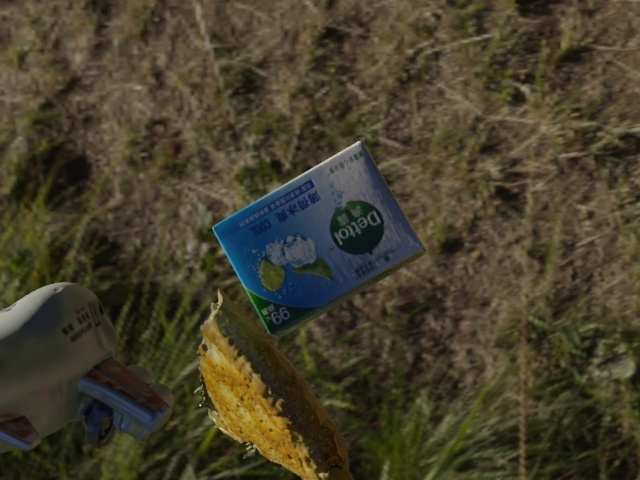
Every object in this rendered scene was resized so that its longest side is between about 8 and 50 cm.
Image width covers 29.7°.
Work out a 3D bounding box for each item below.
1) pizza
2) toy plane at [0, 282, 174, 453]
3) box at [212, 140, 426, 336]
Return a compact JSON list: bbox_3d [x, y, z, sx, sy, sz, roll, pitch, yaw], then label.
[{"bbox_3d":[-0.091,0.188,1.525,0.280,0.075,0.287,57,155,-10],"label":"pizza"},{"bbox_3d":[-0.234,0.098,0.955,0.252,0.252,0.118,29,106,35],"label":"toy plane"},{"bbox_3d":[0.000,0.000,1.338,0.194,0.073,0.139,-30,81,4],"label":"box"}]
